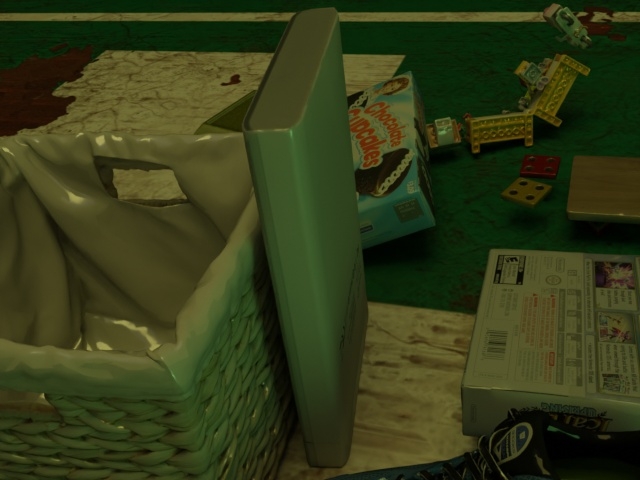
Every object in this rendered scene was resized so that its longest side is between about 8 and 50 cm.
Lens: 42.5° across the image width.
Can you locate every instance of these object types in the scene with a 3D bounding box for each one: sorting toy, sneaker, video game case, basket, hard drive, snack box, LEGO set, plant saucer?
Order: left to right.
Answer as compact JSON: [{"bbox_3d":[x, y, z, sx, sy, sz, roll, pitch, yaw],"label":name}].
[{"bbox_3d":[-0.194,0.084,0.759,0.328,0.267,0.331,1,37,14],"label":"basket"},{"bbox_3d":[-0.093,-0.183,1.306,0.188,0.045,0.188,18,43,33],"label":"plant saucer"},{"bbox_3d":[0.000,0.000,0.756,0.047,0.353,0.233,0,36,10],"label":"hard drive"},{"bbox_3d":[0.050,-0.103,1.101,0.187,0.060,0.322,-19,33,17],"label":"snack box"},{"bbox_3d":[0.129,0.192,0.638,0.329,0.147,0.130,-8,35,3],"label":"sneaker"},{"bbox_3d":[0.274,-0.209,1.214,0.287,0.132,0.107,-42,20,3],"label":"LEGO set"},{"bbox_3d":[0.271,0.096,0.780,0.244,0.061,0.269,2,26,17],"label":"video game case"},{"bbox_3d":[0.365,-0.050,1.013,0.274,0.046,0.132,5,37,18],"label":"sorting toy"}]
